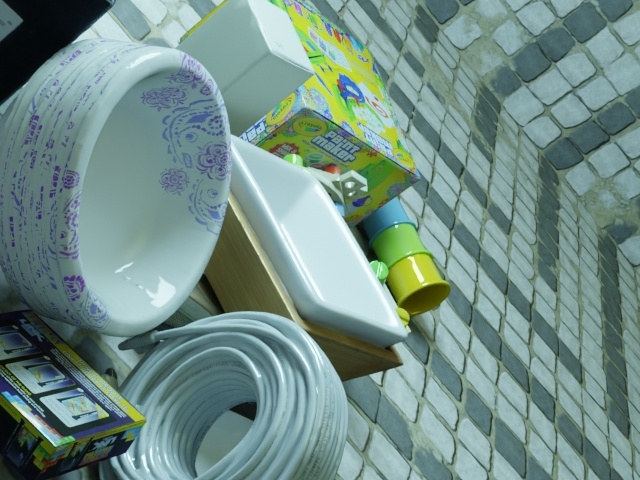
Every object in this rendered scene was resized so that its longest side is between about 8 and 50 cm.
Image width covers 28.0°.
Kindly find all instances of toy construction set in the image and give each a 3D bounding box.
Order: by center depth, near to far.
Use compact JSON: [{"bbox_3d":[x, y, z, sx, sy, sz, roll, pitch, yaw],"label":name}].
[{"bbox_3d":[0.000,0.000,1.736,0.215,0.151,0.328,6,44,-13],"label":"toy construction set"}]

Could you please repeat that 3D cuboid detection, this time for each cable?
[{"bbox_3d":[-0.097,0.188,1.232,0.089,0.257,0.257,50,31,-44],"label":"cable"}]

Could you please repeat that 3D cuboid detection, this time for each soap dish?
[{"bbox_3d":[-0.042,0.027,1.499,0.229,0.118,0.291,24,30,-53],"label":"soap dish"}]

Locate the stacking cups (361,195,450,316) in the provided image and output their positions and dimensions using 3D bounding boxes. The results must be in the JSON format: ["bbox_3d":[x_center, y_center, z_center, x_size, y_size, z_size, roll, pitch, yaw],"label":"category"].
[{"bbox_3d":[0.100,-0.027,2.104,0.096,0.096,0.316,19,36,-53],"label":"stacking cups"}]

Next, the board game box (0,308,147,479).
[{"bbox_3d":[-0.264,0.138,1.173,0.170,0.048,0.141,40,18,20],"label":"board game box"}]

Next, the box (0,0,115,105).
[{"bbox_3d":[-0.355,-0.319,1.366,0.212,0.293,0.395,44,26,-24],"label":"box"}]

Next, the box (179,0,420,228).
[{"bbox_3d":[-0.031,-0.202,1.958,0.290,0.177,0.279,28,35,-47],"label":"box"}]

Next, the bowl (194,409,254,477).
[{"bbox_3d":[-0.106,0.251,1.373,0.142,0.053,0.142,30,34,-45],"label":"bowl"}]

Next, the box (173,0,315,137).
[{"bbox_3d":[-0.147,-0.175,1.583,0.094,0.275,0.113,20,41,-52],"label":"box"}]

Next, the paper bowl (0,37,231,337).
[{"bbox_3d":[-0.219,-0.056,1.267,0.284,0.148,0.284,-41,137,-53],"label":"paper bowl"}]

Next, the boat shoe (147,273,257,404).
[{"bbox_3d":[-0.104,0.134,1.484,0.285,0.092,0.103,42,19,-21],"label":"boat shoe"}]
